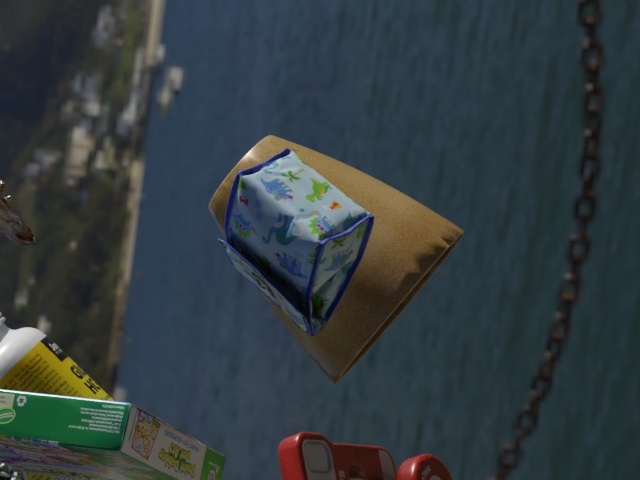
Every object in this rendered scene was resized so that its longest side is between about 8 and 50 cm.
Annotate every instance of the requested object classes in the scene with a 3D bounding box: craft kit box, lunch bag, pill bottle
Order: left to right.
[{"bbox_3d":[-0.412,0.248,2.396,0.188,0.334,0.188,-45,3,3],"label":"pill bottle"},{"bbox_3d":[-0.264,0.215,1.790,0.246,0.250,0.061,39,-122,-63],"label":"craft kit box"},{"bbox_3d":[-0.032,0.008,1.674,0.129,0.096,0.151,41,139,25],"label":"lunch bag"}]

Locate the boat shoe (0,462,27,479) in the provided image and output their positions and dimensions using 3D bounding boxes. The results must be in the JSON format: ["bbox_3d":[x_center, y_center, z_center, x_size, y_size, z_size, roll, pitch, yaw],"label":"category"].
[{"bbox_3d":[-0.423,0.319,2.095,0.113,0.306,0.105,22,-94,-71],"label":"boat shoe"}]

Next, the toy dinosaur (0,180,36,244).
[{"bbox_3d":[-0.484,-0.122,2.153,0.200,0.127,0.295,72,176,-64],"label":"toy dinosaur"}]

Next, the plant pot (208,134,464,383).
[{"bbox_3d":[0.000,0.000,1.982,0.237,0.254,0.237,-49,-7,-8],"label":"plant pot"}]

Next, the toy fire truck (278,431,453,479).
[{"bbox_3d":[0.050,0.399,2.113,0.169,0.254,0.302,-21,69,33],"label":"toy fire truck"}]
